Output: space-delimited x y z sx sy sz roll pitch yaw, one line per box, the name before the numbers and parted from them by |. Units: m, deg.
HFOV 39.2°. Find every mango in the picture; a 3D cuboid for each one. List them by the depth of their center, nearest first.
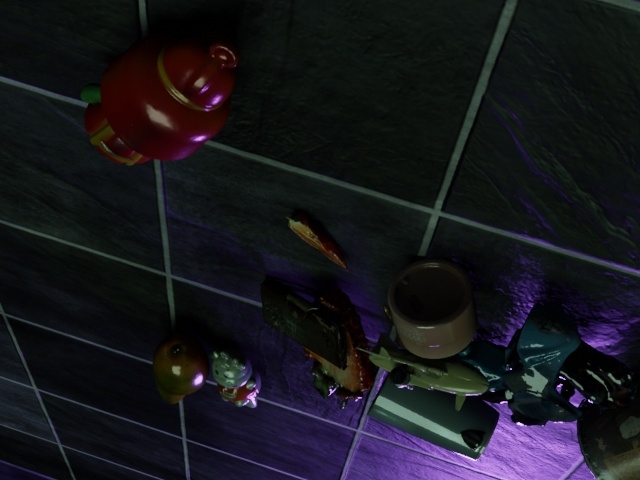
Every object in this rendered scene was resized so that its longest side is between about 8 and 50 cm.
mango | -0.342 0.303 2.155 0.146 0.129 0.289 61 153 6

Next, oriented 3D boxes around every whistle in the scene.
whistle | -0.202 0.335 2.167 0.102 0.106 0.253 50 166 36

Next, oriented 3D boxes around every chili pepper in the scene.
chili pepper | 0.000 0.000 1.629 0.045 0.027 0.178 -13 134 47

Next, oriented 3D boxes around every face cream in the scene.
face cream | 0.199 0.119 1.581 0.149 0.149 0.104 6 143 21

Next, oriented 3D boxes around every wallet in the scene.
wallet | -0.037 0.162 1.767 0.232 0.031 0.122 29 137 39

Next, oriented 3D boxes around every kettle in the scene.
kettle | 0.240 0.345 1.871 0.243 0.160 0.210 29 -175 5

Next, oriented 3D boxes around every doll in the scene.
doll | -0.229 -0.210 1.327 0.182 0.160 0.363 38 143 -23

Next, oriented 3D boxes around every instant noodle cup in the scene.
instant noodle cup | 0.618 0.350 1.649 0.217 0.217 0.207 31 140 -15

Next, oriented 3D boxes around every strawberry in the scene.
strawberry | 0.047 0.207 1.814 0.188 0.106 0.286 34 140 31

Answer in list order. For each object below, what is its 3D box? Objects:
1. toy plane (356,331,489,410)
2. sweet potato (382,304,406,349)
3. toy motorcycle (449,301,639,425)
toy plane | 0.191 0.242 1.663 0.244 0.092 0.229 20 175 26
sweet potato | 0.178 0.189 1.776 0.068 0.068 0.226 -13 132 40
toy motorcycle | 0.373 0.216 1.642 0.232 0.172 0.416 45 154 -19
